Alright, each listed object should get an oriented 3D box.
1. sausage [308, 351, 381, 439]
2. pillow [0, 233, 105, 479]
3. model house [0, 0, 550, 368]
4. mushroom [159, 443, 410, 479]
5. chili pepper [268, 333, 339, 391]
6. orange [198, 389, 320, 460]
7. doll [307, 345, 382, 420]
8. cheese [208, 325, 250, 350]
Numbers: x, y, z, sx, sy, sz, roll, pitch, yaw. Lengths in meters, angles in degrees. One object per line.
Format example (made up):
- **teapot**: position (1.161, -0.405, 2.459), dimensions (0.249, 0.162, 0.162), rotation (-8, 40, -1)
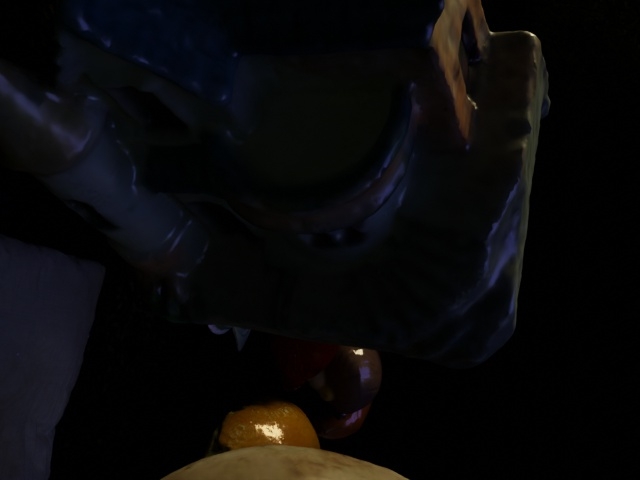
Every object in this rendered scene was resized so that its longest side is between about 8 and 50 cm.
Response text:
- **sausage**: position (0.036, 0.203, 0.986), dimensions (0.089, 0.089, 0.179), rotation (77, 30, -51)
- **pillow**: position (-0.187, 0.107, 0.374), dimensions (0.148, 0.050, 0.230), rotation (36, 66, -74)
- **model house**: position (-0.041, -0.085, 0.350), dimensions (0.325, 0.267, 0.194), rotation (54, 46, -57)
- **mushroom**: position (-0.034, 0.322, 0.533), dimensions (0.294, 0.362, 0.362), rotation (-125, -136, -76)
- **chili pepper**: position (0.000, 0.000, 0.737), dimensions (0.110, 0.110, 0.388), rotation (-40, 141, -59)
- **orange**: position (-0.057, 0.237, 0.734), dimensions (0.160, 0.112, 0.170), rotation (74, 23, -52)
- **doll**: position (0.013, 0.127, 0.865), dimensions (0.145, 0.096, 0.188), rotation (-39, -115, 62)
- **cheese**: position (-0.083, 0.061, 0.658), dimensions (0.121, 0.026, 0.067), rotation (64, 44, -61)
